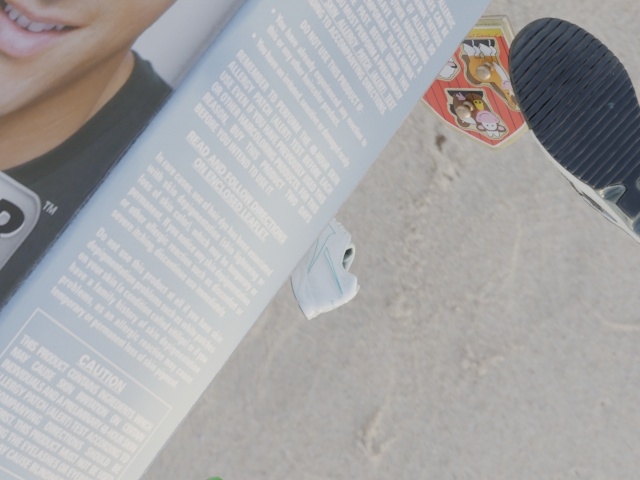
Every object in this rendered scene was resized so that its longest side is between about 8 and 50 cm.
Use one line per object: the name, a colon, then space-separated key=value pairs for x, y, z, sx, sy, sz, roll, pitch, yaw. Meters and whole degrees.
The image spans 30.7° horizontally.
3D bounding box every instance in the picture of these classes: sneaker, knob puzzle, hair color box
sneaker: x=0.000 y=0.000 z=1.055 sx=0.061 sy=0.152 sz=0.054 roll=-18 pitch=146 yaw=9
sneaker: x=0.302 y=-0.100 z=1.272 sx=0.122 sy=0.146 sz=0.330 roll=-42 pitch=105 yaw=-2
knob puzzle: x=0.177 y=-0.179 z=1.398 sx=0.030 sy=0.213 sz=0.213 roll=-52 pitch=122 yaw=-30
hair color box: x=-0.089 y=-0.053 z=0.471 sx=0.374 sy=0.185 sz=0.113 roll=-53 pitch=141 yaw=-11

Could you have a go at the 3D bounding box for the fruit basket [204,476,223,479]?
fruit basket: x=-0.190 y=0.390 z=0.878 sx=0.392 sy=0.392 sz=0.283 roll=-41 pitch=79 yaw=5
